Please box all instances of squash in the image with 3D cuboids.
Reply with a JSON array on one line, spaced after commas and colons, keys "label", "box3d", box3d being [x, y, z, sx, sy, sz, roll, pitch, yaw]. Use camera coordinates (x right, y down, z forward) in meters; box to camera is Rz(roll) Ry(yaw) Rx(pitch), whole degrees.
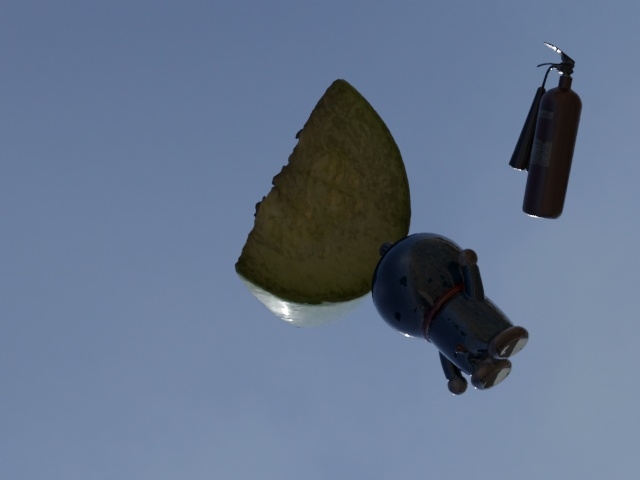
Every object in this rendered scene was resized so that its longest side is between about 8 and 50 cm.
[{"label": "squash", "box3d": [0.000, 0.000, 1.632, 0.204, 0.155, 0.237, 40, -119, -21]}]

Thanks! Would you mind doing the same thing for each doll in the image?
[{"label": "doll", "box3d": [0.098, 0.051, 1.365, 0.085, 0.114, 0.152, -11, -136, -46]}]

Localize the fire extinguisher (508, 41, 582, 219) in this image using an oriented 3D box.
[{"label": "fire extinguisher", "box3d": [0.132, -0.065, 0.991, 0.046, 0.032, 0.100, -113, 31, -80]}]
